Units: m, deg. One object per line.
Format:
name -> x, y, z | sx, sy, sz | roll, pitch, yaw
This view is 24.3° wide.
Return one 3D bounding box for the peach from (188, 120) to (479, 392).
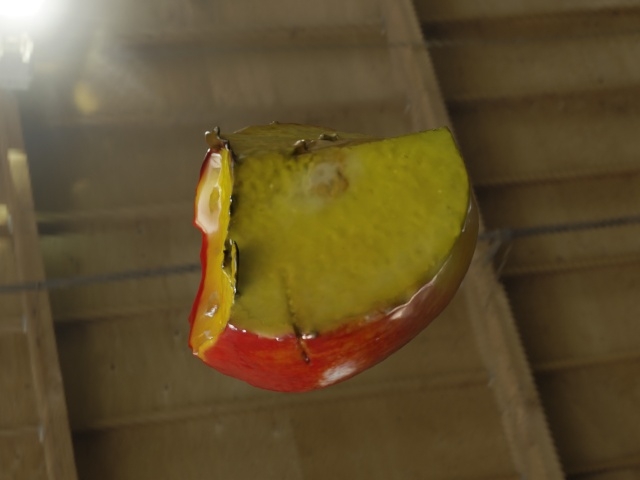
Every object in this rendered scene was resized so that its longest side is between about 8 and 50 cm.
peach -> 0.005, 0.006, 0.687 | 0.151, 0.118, 0.151 | -2, -158, 1
